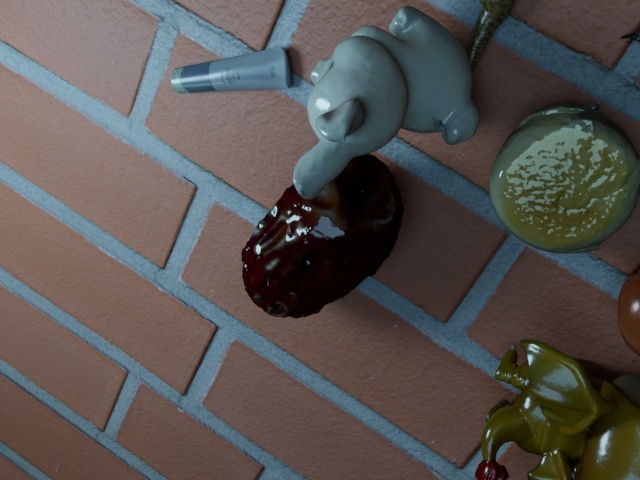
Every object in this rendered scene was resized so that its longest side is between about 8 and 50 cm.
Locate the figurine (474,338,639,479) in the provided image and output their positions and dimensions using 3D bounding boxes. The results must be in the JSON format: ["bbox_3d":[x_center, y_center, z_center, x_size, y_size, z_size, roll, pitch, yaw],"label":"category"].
[{"bbox_3d":[0.484,0.386,1.290,0.387,0.268,0.401,20,106,29],"label":"figurine"}]

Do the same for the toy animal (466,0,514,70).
[{"bbox_3d":[0.276,-0.411,1.186,0.149,0.054,0.276,2,112,23],"label":"toy animal"}]

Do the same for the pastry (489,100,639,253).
[{"bbox_3d":[0.418,-0.103,1.199,0.264,0.133,0.265,7,113,18],"label":"pastry"}]

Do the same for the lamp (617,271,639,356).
[{"bbox_3d":[0.596,0.114,1.184,0.187,0.188,0.164,-7,111,24],"label":"lamp"}]

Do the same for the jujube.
[{"bbox_3d":[0.000,0.000,1.342,0.258,0.258,0.377,37,124,5],"label":"jujube"}]

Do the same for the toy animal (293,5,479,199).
[{"bbox_3d":[0.096,-0.213,1.144,0.241,0.367,0.196,46,144,17],"label":"toy animal"}]

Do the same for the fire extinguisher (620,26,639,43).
[{"bbox_3d":[0.569,-0.300,1.121,0.173,0.035,0.049,29,121,6],"label":"fire extinguisher"}]

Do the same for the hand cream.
[{"bbox_3d":[-0.178,-0.330,1.401,0.255,0.048,0.080,-2,114,20],"label":"hand cream"}]
